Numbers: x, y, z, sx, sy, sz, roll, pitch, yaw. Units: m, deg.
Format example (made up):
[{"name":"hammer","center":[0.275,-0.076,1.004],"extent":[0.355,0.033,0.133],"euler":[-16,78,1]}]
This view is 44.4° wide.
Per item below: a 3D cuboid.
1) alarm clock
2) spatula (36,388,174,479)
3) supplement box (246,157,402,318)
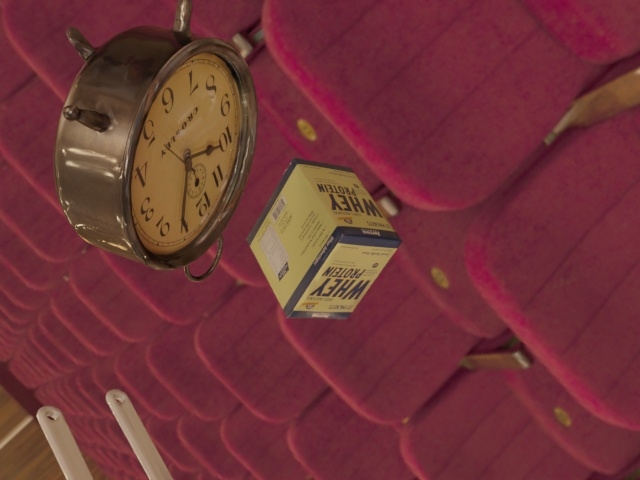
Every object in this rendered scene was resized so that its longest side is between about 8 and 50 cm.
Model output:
[{"name":"alarm clock","center":[-0.088,-0.040,0.452],"extent":[0.064,0.129,0.192],"euler":[15,145,22]},{"name":"spatula","center":[-0.126,0.174,0.460],"extent":[0.168,0.019,0.242],"euler":[6,-147,-47]},{"name":"supplement box","center":[0.000,0.000,0.570],"extent":[0.083,0.056,0.083],"euler":[-57,46,30]}]
